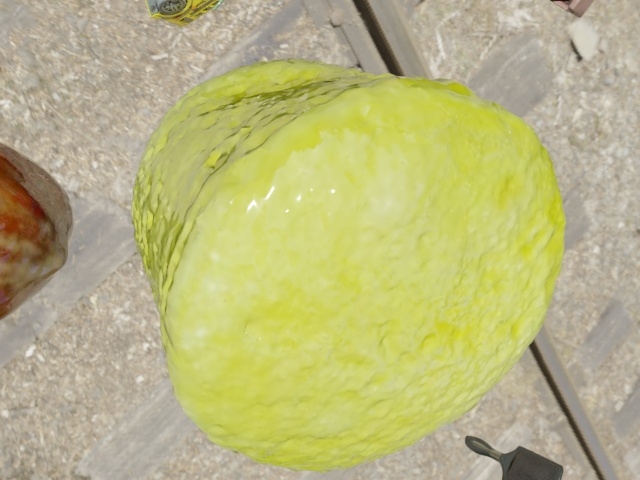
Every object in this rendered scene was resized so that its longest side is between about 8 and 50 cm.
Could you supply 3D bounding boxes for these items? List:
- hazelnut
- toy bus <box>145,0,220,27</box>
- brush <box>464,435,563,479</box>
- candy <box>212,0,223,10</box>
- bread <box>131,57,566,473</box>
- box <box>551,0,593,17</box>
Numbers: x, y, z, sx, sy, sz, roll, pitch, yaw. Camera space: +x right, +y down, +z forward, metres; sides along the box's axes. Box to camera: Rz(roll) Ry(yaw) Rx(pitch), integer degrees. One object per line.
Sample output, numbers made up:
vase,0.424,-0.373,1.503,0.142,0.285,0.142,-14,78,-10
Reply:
hazelnut,-0.608,-0.023,1.138,0.366,0.366,0.365,-15,120,-27
toy bus,-0.208,-0.570,1.381,0.330,0.144,0.152,-23,168,26
brush,0.290,0.343,1.064,0.016,0.193,0.062,40,76,-25
candy,-0.124,-0.401,1.060,0.123,0.035,0.035,-50,140,-1
bread,0.000,0.000,0.612,0.348,0.308,0.348,-16,124,-25
box,0.209,-0.349,0.609,0.086,0.215,0.215,3,131,-49
